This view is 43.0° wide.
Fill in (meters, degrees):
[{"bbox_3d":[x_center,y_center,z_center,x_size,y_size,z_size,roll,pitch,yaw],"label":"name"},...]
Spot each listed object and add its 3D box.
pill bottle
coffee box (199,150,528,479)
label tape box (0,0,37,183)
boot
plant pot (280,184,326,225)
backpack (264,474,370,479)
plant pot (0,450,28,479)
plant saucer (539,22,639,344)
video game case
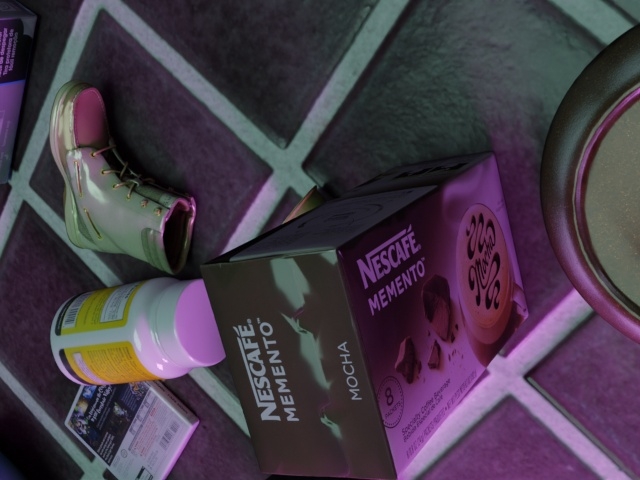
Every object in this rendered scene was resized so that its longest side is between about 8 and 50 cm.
[{"bbox_3d":[-0.211,0.108,0.966,0.208,0.119,0.119,-11,101,35],"label":"pill bottle"},{"bbox_3d":[0.056,0.045,0.664,0.119,0.297,0.168,-7,103,34],"label":"coffee box"},{"bbox_3d":[-0.510,-0.153,0.919,0.115,0.347,0.249,35,122,17],"label":"label tape box"},{"bbox_3d":[-0.225,-0.071,0.937,0.165,0.077,0.213,16,120,28],"label":"boot"},{"bbox_3d":[0.000,0.000,0.827,0.079,0.083,0.083,38,124,0],"label":"plant pot"},{"bbox_3d":[0.011,0.351,0.899,0.166,0.144,0.188,-6,106,29],"label":"backpack"},{"bbox_3d":[-0.519,0.465,1.217,0.255,0.271,0.271,44,126,-7],"label":"plant pot"},{"bbox_3d":[0.317,-0.030,0.628,0.310,0.050,0.311,12,114,29],"label":"plant saucer"},{"bbox_3d":[-0.262,0.247,1.108,0.173,0.022,0.190,40,124,14],"label":"video game case"}]
